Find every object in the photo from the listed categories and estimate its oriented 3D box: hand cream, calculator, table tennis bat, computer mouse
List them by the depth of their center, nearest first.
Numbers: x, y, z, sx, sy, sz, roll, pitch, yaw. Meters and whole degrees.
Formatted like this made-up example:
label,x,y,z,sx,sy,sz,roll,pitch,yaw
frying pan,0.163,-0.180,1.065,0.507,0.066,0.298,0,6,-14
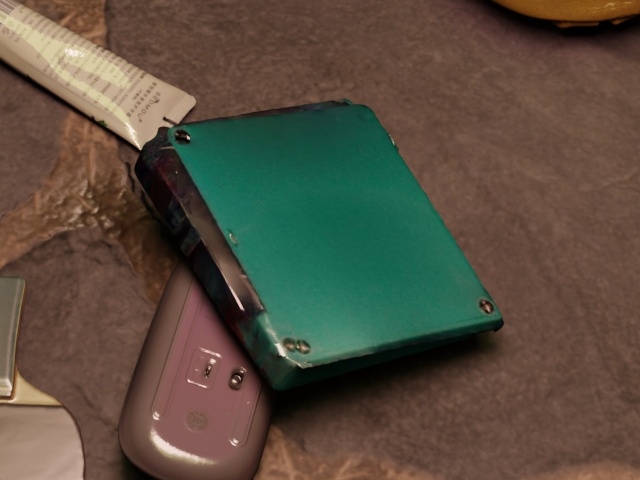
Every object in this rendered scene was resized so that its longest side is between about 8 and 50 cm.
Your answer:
label,x,y,z,sx,sy,sz,roll,pitch,yaw
table tennis bat,-0.263,0.150,1.397,0.154,0.021,0.274,3,59,-6
computer mouse,-0.089,0.107,1.421,0.120,0.057,0.232,19,52,-7
calculator,0.000,0.000,1.467,0.248,0.058,0.274,-13,59,-37
hand cream,-0.230,-0.161,1.590,0.234,0.050,0.080,31,58,7

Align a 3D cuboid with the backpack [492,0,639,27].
label,x,y,z,sx,sy,sz,roll,pitch,yaw
backpack,0.238,-0.385,1.701,0.353,0.201,0.378,-18,58,-13
